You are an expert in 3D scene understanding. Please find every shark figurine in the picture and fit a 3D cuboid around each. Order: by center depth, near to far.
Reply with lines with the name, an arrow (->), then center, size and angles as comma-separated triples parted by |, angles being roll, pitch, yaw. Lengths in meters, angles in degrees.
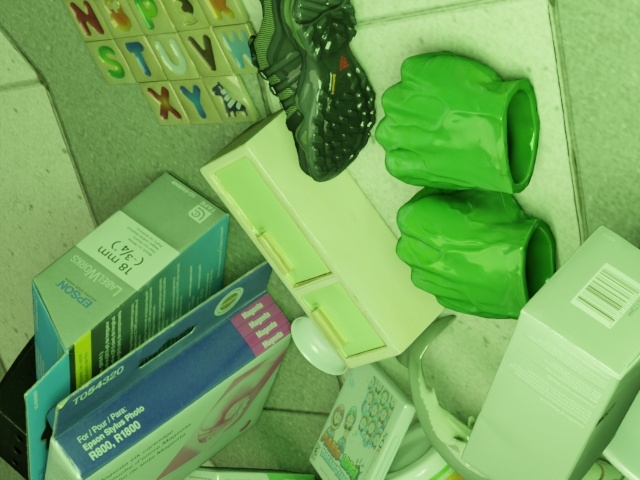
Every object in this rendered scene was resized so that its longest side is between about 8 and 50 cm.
shark figurine -> 0.154, 0.216, 1.698 | 0.278, 0.166, 0.116 | 38, 147, 13

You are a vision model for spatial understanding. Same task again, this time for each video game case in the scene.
video game case -> 0.044, 0.214, 1.813 | 0.019, 0.143, 0.157 | 20, -169, -23

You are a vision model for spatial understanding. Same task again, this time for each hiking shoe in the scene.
hiking shoe -> -0.014, -0.165, 1.586 | 0.114, 0.086, 0.227 | 35, 142, 42

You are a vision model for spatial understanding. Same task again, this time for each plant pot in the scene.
plant pot -> -0.369, 0.245, 2.322 | 0.187, 0.167, 0.188 | 39, 145, 11

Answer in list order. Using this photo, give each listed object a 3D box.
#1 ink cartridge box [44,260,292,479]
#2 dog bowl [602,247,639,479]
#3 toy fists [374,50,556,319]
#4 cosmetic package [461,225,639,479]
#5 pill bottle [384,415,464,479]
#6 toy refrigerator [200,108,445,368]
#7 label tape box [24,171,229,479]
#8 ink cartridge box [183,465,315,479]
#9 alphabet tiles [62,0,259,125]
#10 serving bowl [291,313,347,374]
ink cartridge box -> -0.176, 0.204, 1.911 | 0.071, 0.324, 0.330 | 45, 148, 16
dog bowl -> 0.347, 0.125, 1.442 | 0.265, 0.104, 0.265 | 29, 143, 25
toy fists -> 0.133, -0.048, 1.515 | 0.142, 0.096, 0.279 | 10, 131, 29
cosmetic package -> 0.210, 0.115, 1.375 | 0.107, 0.127, 0.238 | 34, 146, 19
pill bottle -> 0.163, 0.328, 1.833 | 0.136, 0.136, 0.245 | -16, 112, 54
toy refrigerator -> 0.000, 0.000, 1.713 | 0.269, 0.094, 0.102 | 53, 146, -10
label tape box -> -0.255, 0.108, 1.894 | 0.106, 0.334, 0.240 | 35, 145, 19
ink cartridge box -> -0.096, 0.398, 2.090 | 0.093, 0.154, 0.212 | -2, 81, 55
alphabet tiles -> -0.191, -0.268, 1.724 | 0.285, 0.011, 0.342 | 3, 127, 48
serving bowl -> 0.007, 0.114, 1.885 | 0.083, 0.027, 0.083 | 29, 142, 26
